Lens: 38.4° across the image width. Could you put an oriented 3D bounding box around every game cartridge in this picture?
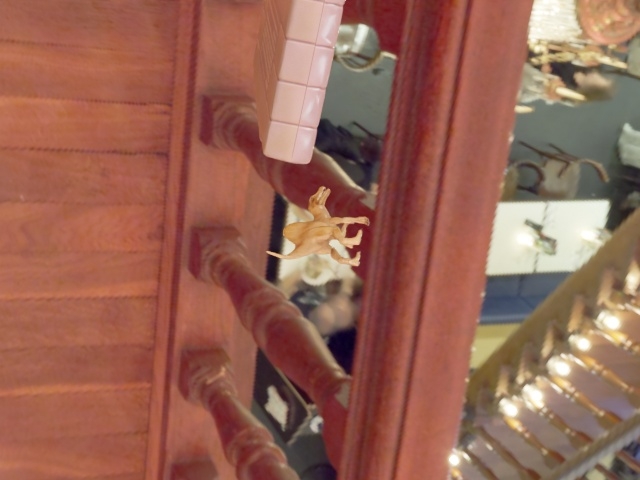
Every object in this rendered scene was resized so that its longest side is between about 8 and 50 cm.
[{"bbox_3d":[-0.022,-0.237,0.947,0.068,0.355,0.230,5,114,-8],"label":"game cartridge"}]

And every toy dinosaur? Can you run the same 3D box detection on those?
[{"bbox_3d":[0.000,0.000,1.030,0.093,0.183,0.053,12,119,10],"label":"toy dinosaur"}]
